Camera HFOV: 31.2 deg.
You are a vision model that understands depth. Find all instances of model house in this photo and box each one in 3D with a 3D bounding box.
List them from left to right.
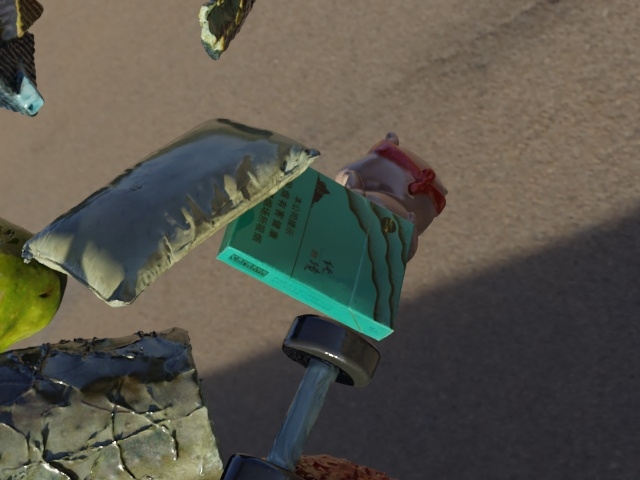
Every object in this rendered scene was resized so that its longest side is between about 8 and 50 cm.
[{"bbox_3d":[-0.495,-0.320,1.674,0.226,0.261,0.241,-40,70,0],"label":"model house"}]

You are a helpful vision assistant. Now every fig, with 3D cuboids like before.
[{"bbox_3d":[-0.509,0.103,1.727,0.206,0.206,0.275,-2,62,58],"label":"fig"}]

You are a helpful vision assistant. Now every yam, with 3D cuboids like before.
[{"bbox_3d":[-0.303,0.247,1.473,0.241,0.348,0.241,169,90,-78],"label":"yam"}]

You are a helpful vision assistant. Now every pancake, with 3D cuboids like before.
[{"bbox_3d":[-0.107,-0.475,1.673,0.305,0.066,0.427,-45,-27,-73],"label":"pancake"}]

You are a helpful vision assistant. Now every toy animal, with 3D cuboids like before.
[{"bbox_3d":[0.100,-0.058,1.709,0.171,0.171,0.198,-42,11,45],"label":"toy animal"}]

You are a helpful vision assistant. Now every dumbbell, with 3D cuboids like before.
[{"bbox_3d":[-0.019,0.177,1.137,0.100,0.100,0.191,-8,51,57],"label":"dumbbell"}]

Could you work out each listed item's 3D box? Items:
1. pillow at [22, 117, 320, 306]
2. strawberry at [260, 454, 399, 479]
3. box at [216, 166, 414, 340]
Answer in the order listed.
[{"bbox_3d":[-0.164,-0.038,1.249,0.184,0.302,0.075,24,142,40],"label":"pillow"},{"bbox_3d":[0.045,0.392,1.403,0.343,0.292,0.292,70,178,-48],"label":"strawberry"},{"bbox_3d":[0.000,0.000,1.360,0.042,0.226,0.161,-37,30,51],"label":"box"}]
